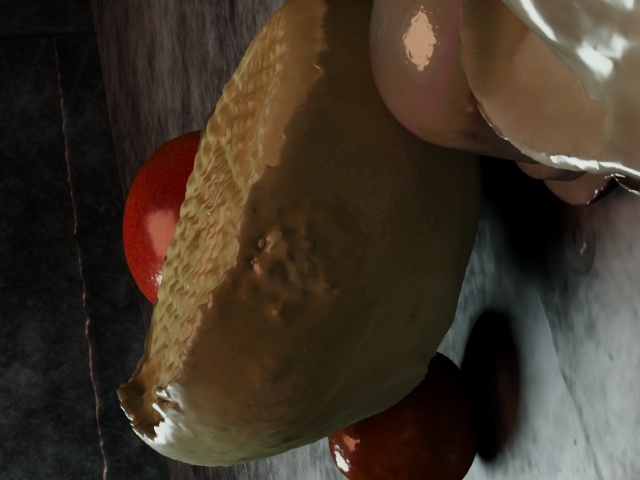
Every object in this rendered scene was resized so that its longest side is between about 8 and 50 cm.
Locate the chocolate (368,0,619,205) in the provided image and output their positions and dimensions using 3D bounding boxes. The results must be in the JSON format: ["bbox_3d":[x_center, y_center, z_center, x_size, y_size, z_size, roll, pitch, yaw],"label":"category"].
[{"bbox_3d":[0.106,-0.117,0.834,0.221,0.147,0.221,176,90,-71],"label":"chocolate"}]

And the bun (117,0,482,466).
[{"bbox_3d":[0.003,0.004,1.029,0.364,0.202,0.364,-159,90,-79],"label":"bun"}]

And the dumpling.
[{"bbox_3d":[0.132,-0.171,0.640,0.341,0.181,0.260,64,153,21],"label":"dumpling"}]

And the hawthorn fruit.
[{"bbox_3d":[0.063,0.139,1.122,0.125,0.125,0.140,-137,31,-69],"label":"hawthorn fruit"}]

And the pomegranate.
[{"bbox_3d":[-0.098,-0.026,1.517,0.257,0.221,0.221,-68,-13,-53],"label":"pomegranate"}]
